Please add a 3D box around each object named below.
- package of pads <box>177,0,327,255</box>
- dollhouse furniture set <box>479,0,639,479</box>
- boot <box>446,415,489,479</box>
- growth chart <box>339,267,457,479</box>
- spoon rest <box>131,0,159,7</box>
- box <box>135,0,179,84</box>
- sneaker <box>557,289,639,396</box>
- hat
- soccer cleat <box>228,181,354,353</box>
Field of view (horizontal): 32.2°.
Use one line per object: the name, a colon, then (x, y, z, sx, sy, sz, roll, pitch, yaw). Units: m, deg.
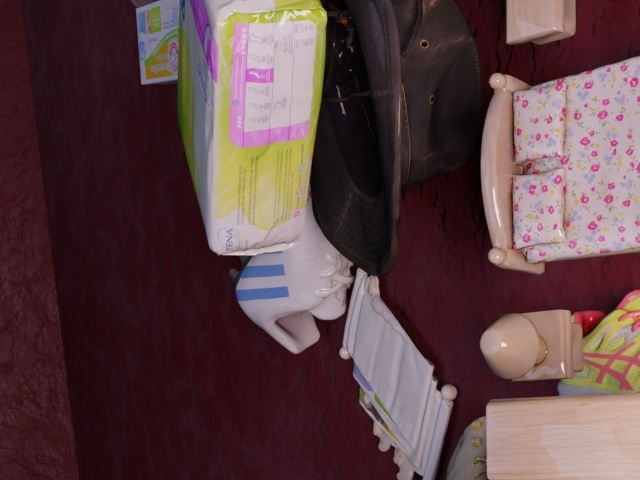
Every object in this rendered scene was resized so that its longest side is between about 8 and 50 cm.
package of pads: (-0.072, -0.156, 1.048, 0.296, 0.101, 0.229, 97, 161, -46)
dollhouse furniture set: (0.202, -0.039, 0.634, 0.303, 0.174, 0.355, -10, 75, 43)
boot: (0.147, 0.203, 0.910, 0.213, 0.077, 0.165, -61, -1, 42)
growth chart: (0.076, 0.148, 1.192, 0.237, 0.021, 0.172, -122, 35, -43)
spoon rest: (-0.221, -0.395, 1.618, 0.276, 0.084, 0.137, 157, 107, -65)
box: (-0.174, -0.275, 1.525, 0.203, 0.103, 0.114, -170, 75, -64)
sneaker: (0.233, 0.080, 0.774, 0.208, 0.081, 0.094, -12, 77, 62)
hat: (0.068, -0.138, 0.992, 0.331, 0.134, 0.331, 169, 90, -74)
soccer cleat: (0.000, 0.000, 1.244, 0.143, 0.116, 0.331, 48, 142, 20)
